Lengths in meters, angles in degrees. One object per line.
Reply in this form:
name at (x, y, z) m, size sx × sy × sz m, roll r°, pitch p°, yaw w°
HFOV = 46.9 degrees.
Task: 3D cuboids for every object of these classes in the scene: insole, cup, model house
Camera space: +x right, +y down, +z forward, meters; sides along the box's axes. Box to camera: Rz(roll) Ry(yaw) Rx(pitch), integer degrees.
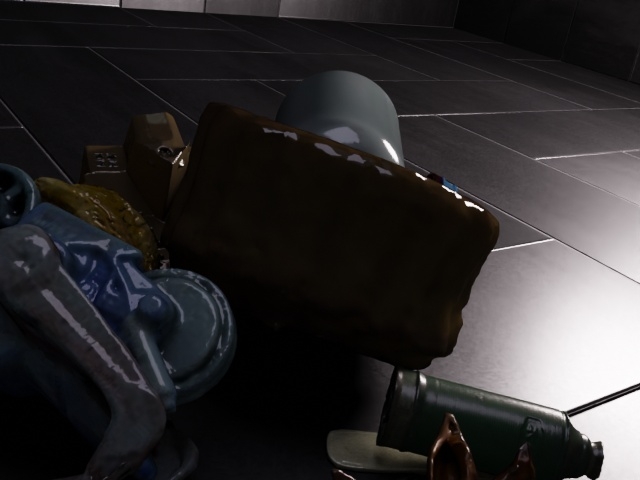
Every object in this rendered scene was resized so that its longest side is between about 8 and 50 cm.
insole at (0.099, 0.193, 0.664) m, size 0.192 × 0.010 × 0.063 m, roll 7°, pitch 24°, yaw -6°
cup at (0.020, -0.116, 1.082) m, size 0.205 × 0.205 × 0.312 m, roll 9°, pitch 25°, yaw -1°
model house at (-0.188, -0.020, 0.883) m, size 0.180 × 0.176 × 0.248 m, roll -3°, pitch 43°, yaw -27°

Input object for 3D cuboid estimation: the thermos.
thermos at (0.147, 0.171, 0.644) m, size 0.187 × 0.083 × 0.073 m, roll 15°, pitch 45°, yaw 4°

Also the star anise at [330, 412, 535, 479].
star anise at (0.093, 0.221, 0.482) m, size 0.196 × 0.111 × 0.212 m, roll 17°, pitch 32°, yaw 29°

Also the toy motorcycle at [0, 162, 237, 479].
toy motorcycle at (-0.234, 0.071, 0.564) m, size 0.319 × 0.182 × 0.241 m, roll 27°, pitch 39°, yaw 18°

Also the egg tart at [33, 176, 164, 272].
egg tart at (-0.221, 0.009, 0.739) m, size 0.191 × 0.191 × 0.074 m, roll 25°, pitch 45°, yaw 31°

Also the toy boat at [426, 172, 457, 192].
toy boat at (0.162, -0.019, 1.077) m, size 0.097 × 0.100 × 0.223 m, roll 45°, pitch 30°, yaw -9°

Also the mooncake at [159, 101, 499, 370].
mooncake at (0.002, 0.000, 0.751) m, size 0.324 × 0.187 × 0.324 m, roll 20°, pitch 0°, yaw 0°
